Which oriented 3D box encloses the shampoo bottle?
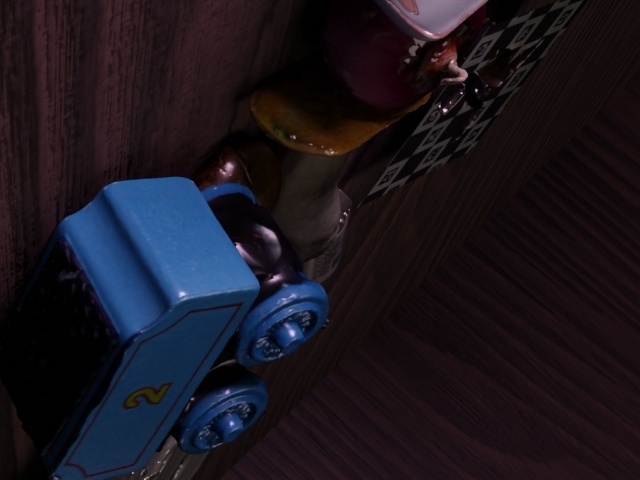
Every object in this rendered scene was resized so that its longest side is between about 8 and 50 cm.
[{"bbox_3d":[0.000,0.000,1.909,0.086,0.056,0.227,-43,168,-16],"label":"shampoo bottle"}]

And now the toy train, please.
[{"bbox_3d":[-0.160,0.092,1.247,0.265,0.188,0.300,-8,142,-43],"label":"toy train"}]

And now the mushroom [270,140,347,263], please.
[{"bbox_3d":[-0.020,-0.064,1.512,0.109,0.097,0.351,-28,162,-17],"label":"mushroom"}]

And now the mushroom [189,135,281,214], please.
[{"bbox_3d":[-0.101,-0.030,1.385,0.135,0.080,0.170,-17,146,-50],"label":"mushroom"}]

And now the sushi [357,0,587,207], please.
[{"bbox_3d":[0.210,-0.230,1.903,0.343,0.064,0.359,-28,159,-49],"label":"sushi"}]

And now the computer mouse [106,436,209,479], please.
[{"bbox_3d":[-0.238,0.265,1.726,0.429,0.145,0.228,-57,164,-17],"label":"computer mouse"}]

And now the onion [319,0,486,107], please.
[{"bbox_3d":[0.084,-0.213,1.287,0.177,0.153,0.177,-63,179,-2],"label":"onion"}]

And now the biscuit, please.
[{"bbox_3d":[0.024,-0.148,1.348,0.247,0.118,0.029,-34,157,-46],"label":"biscuit"}]

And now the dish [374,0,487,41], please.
[{"bbox_3d":[0.105,-0.277,1.175,0.212,0.151,0.077,-42,-174,-25],"label":"dish"}]
